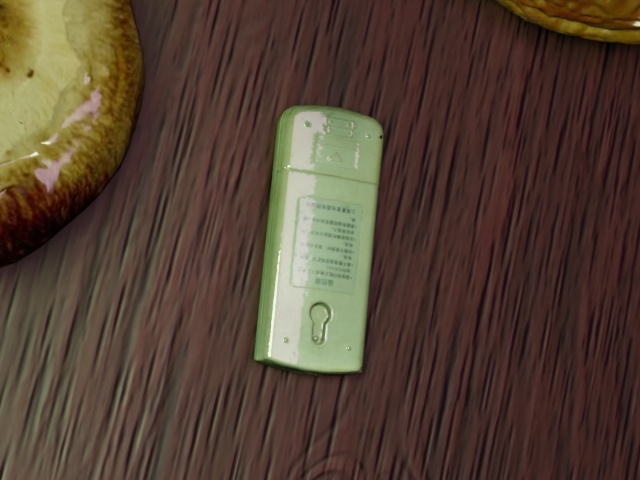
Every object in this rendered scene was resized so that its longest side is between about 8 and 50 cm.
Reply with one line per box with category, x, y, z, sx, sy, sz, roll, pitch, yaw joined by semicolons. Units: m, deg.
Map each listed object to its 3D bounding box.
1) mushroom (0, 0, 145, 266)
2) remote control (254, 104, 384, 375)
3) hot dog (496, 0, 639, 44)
mushroom;-0.298;-0.130;1.155;0.345;0.239;0.345;-1;99;-6
remote control;0.000;0.000;1.344;0.098;0.038;0.234;9;80;-21
hot dog;0.240;-0.339;1.426;0.387;0.174;0.267;23;72;-9
